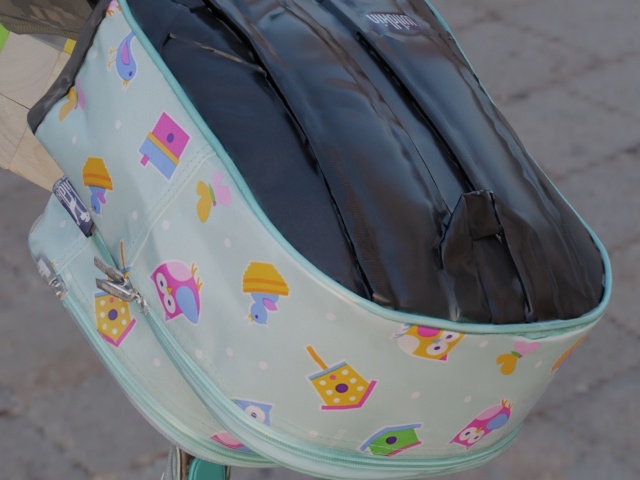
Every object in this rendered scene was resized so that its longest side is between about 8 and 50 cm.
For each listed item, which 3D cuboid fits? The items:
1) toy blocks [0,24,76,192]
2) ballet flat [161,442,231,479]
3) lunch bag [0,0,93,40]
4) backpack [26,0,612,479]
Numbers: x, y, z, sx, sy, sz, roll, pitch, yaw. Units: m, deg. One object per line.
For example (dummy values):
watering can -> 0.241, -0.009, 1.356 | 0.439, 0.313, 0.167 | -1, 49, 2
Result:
toy blocks -> -0.079, -0.041, 1.489 | 0.381, 0.191, 0.261 | 27, 5, 23
ballet flat -> -0.104, 0.168, 1.633 | 0.072, 0.213, 0.068 | 12, -2, -35
lunch bag -> -0.064, -0.253, 0.855 | 0.169, 0.235, 0.287 | 19, 71, 21
backpack -> 0.000, 0.000, 0.667 | 0.166, 0.144, 0.188 | 2, 35, -43
